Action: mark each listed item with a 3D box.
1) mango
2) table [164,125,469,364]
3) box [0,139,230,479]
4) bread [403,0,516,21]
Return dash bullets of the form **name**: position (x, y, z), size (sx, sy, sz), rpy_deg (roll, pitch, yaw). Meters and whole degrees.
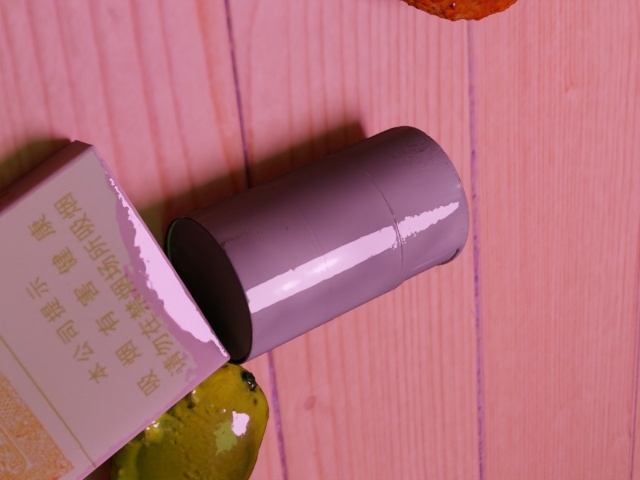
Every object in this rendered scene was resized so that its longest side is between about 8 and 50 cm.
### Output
- **mango**: position (-0.114, 0.173, 1.057), size (0.119, 0.100, 0.178), rpy_deg (28, 102, -14)
- **table**: position (0.000, 0.000, 1.042), size (0.220, 0.126, 0.126), rpy_deg (-24, 125, -30)
- **box**: position (-0.257, 0.115, 0.903), size (0.365, 0.051, 0.205), rpy_deg (-39, 116, -18)
- **bread**: position (0.076, -0.268, 0.996), size (0.269, 0.095, 0.139), rpy_deg (39, 77, -40)
